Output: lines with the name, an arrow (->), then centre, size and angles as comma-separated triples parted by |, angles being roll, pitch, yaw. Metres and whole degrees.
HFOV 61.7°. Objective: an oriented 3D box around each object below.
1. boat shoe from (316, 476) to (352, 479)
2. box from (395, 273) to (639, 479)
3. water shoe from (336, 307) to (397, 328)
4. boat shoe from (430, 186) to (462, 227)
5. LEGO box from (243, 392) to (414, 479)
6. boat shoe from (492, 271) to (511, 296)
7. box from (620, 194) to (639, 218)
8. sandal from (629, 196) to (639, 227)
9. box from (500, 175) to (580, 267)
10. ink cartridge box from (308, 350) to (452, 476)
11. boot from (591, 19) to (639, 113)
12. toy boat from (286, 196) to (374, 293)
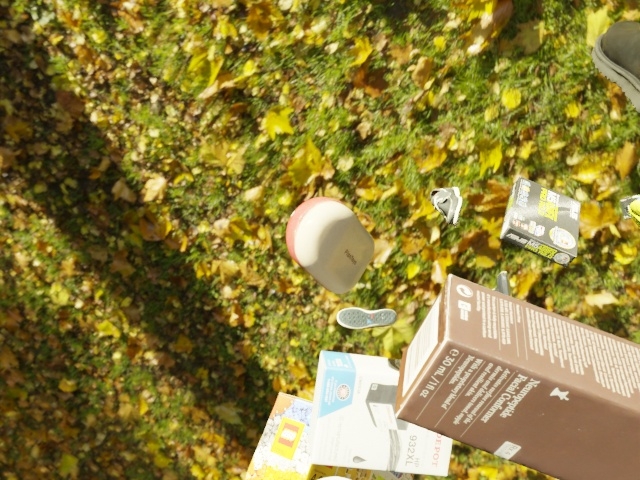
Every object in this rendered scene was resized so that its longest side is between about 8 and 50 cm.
boat shoe -> -0.050, 0.309, 0.526 | 0.080, 0.229, 0.076 | 5, 99, 46
box -> 0.317, 0.216, 0.753 | 0.382, 0.143, 0.191 | 19, 128, 0
water shoe -> 0.158, 0.274, 1.827 | 0.203, 0.072, 0.080 | 1, 158, 4
boat shoe -> 0.336, -0.091, 1.441 | 0.079, 0.233, 0.084 | 8, 110, 5
LEGO box -> 0.027, 0.687, 1.454 | 0.193, 0.372, 0.500 | 3, 151, 41
boat shoe -> 0.587, 0.206, 1.770 | 0.081, 0.079, 0.227 | 0, 117, 23
box -> 0.934, -0.101, 1.566 | 0.083, 0.052, 0.062 | -6, 100, 57
sandal -> 0.899, -0.032, 1.352 | 0.317, 0.126, 0.138 | 31, 121, -32
box -> 0.694, -0.065, 1.682 | 0.216, 0.270, 0.060 | 25, 138, 6
ink cartridge box -> 0.140, 0.389, 1.215 | 0.308, 0.129, 0.223 | 8, 93, -5
boot -> 0.620, -0.385, 0.926 | 0.131, 0.348, 0.260 | 5, 130, -3
toy boat -> 0.000, 0.000, 1.080 | 0.151, 0.151, 0.231 | 25, 167, 34
